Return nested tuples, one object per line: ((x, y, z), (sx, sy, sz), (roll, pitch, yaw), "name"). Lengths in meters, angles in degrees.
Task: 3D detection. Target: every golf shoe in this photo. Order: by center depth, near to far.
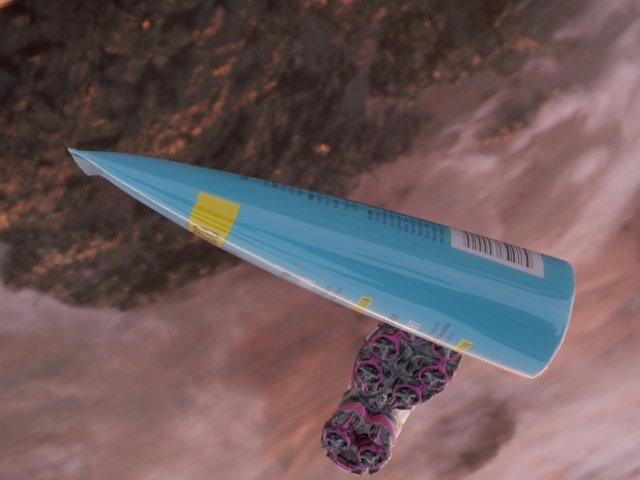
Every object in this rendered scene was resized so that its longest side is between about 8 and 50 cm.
((0.058, 0.095, 0.883), (0.186, 0.067, 0.086), (-59, 179, 40), "golf shoe")

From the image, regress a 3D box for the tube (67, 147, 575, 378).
((0.000, 0.000, 0.481), (0.207, 0.052, 0.080), (19, 170, -5), "tube")
